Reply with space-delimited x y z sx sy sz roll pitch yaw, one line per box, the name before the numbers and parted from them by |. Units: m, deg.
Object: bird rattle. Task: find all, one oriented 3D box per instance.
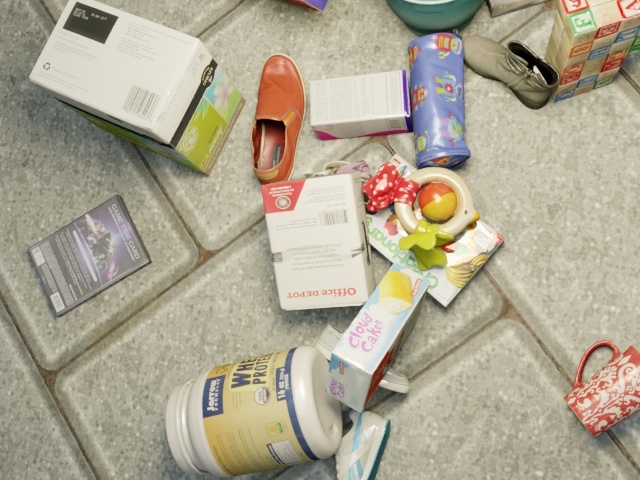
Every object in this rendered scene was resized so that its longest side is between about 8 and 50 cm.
bird rattle | 0.215 -0.070 1.366 0.207 0.143 0.253 -25 63 -5

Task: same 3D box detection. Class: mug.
mug | 0.574 0.294 1.284 0.169 0.150 0.113 -38 111 8

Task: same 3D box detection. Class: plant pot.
plant pot | 0.255 -0.575 1.405 0.272 0.255 0.271 -2 80 12

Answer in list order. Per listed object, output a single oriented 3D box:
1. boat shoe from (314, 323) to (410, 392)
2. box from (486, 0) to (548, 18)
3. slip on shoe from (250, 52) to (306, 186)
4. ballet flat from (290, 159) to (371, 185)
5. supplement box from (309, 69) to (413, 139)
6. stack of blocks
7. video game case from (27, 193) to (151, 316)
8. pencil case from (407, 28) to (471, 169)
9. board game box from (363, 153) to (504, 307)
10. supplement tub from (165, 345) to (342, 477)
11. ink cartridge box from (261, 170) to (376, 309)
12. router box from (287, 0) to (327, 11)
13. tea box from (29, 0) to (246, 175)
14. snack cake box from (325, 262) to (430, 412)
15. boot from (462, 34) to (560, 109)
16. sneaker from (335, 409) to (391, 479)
boat shoe | 0.096 0.249 1.390 0.227 0.079 0.081 25 91 18
box | 0.478 -0.629 1.470 0.231 0.056 0.183 -14 77 10
slip on shoe | -0.104 -0.287 1.514 0.123 0.101 0.331 3 80 14
ballet flat | 0.006 -0.140 1.486 0.221 0.077 0.079 -11 60 5
supplement box | 0.093 -0.303 1.468 0.220 0.111 0.114 -5 79 11
stack of blocks | 0.554 -0.397 1.289 0.171 0.297 0.087 -16 75 8
video game case | -0.573 0.037 1.598 0.274 0.026 0.196 -30 76 5
pencil case | 0.264 -0.304 1.430 0.133 0.119 0.306 4 78 -26
board game box | 0.220 -0.023 1.423 0.305 0.053 0.193 40 91 15
supplement tub | -0.133 0.359 1.338 0.316 0.228 0.228 -16 78 13
ink cartridge box | 0.000 0.000 1.389 0.197 0.114 0.273 -6 97 16
router box | -0.060 -0.717 1.453 0.301 0.082 0.335 33 107 36
tea box | -0.396 -0.340 1.469 0.329 0.323 0.220 24 86 16
snack cake box | 0.116 0.190 1.297 0.089 0.152 0.264 27 51 16
boot | 0.406 -0.392 1.390 0.246 0.161 0.083 41 90 15
sneaker | 0.070 0.471 1.362 0.092 0.087 0.228 18 78 21
